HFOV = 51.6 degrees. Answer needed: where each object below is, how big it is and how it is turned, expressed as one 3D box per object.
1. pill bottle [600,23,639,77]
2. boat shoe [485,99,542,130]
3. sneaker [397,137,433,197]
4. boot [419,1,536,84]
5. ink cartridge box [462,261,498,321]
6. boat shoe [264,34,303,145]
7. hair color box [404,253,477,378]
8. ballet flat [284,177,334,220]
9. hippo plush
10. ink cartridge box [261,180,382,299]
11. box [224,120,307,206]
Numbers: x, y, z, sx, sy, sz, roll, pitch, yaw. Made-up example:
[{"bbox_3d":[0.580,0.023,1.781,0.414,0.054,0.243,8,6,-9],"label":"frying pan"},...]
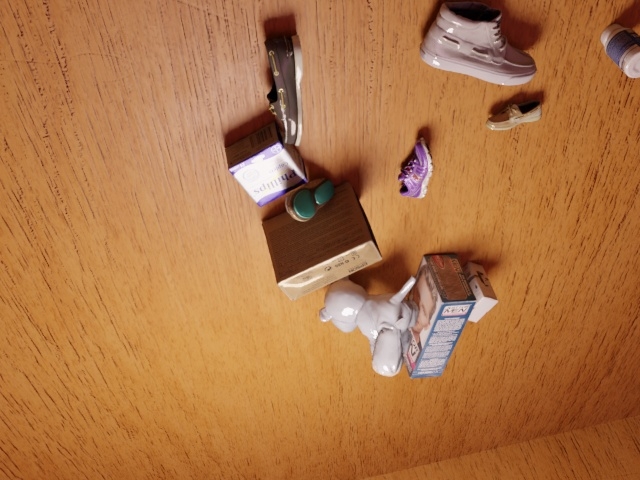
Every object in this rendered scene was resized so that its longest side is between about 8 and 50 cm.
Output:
[{"bbox_3d":[0.626,-0.392,1.353,0.067,0.120,0.067,-9,137,-8],"label":"pill bottle"},{"bbox_3d":[0.428,-0.282,1.465,0.135,0.050,0.045,-18,135,-13],"label":"boat shoe"},{"bbox_3d":[0.214,-0.158,1.513,0.071,0.068,0.170,-3,137,-6],"label":"sneaker"},{"bbox_3d":[0.329,-0.385,1.284,0.258,0.095,0.123,3,141,-19],"label":"boot"},{"bbox_3d":[0.423,0.142,1.842,0.056,0.135,0.099,16,128,-27],"label":"ink cartridge box"},{"bbox_3d":[-0.071,-0.285,1.282,0.068,0.081,0.228,-6,130,-7],"label":"boat shoe"},{"bbox_3d":[0.314,0.218,1.858,0.105,0.174,0.347,-2,135,-14],"label":"hair color box"},{"bbox_3d":[-0.037,-0.085,1.438,0.067,0.206,0.073,-9,101,27],"label":"ballet flat"},{"bbox_3d":[0.114,0.214,1.726,0.236,0.235,0.294,15,162,17],"label":"hippo plush"},{"bbox_3d":[0.000,0.000,1.515,0.234,0.193,0.088,-25,139,10],"label":"ink cartridge box"},{"bbox_3d":[-0.113,-0.159,1.403,0.126,0.072,0.137,-27,137,12],"label":"box"}]
